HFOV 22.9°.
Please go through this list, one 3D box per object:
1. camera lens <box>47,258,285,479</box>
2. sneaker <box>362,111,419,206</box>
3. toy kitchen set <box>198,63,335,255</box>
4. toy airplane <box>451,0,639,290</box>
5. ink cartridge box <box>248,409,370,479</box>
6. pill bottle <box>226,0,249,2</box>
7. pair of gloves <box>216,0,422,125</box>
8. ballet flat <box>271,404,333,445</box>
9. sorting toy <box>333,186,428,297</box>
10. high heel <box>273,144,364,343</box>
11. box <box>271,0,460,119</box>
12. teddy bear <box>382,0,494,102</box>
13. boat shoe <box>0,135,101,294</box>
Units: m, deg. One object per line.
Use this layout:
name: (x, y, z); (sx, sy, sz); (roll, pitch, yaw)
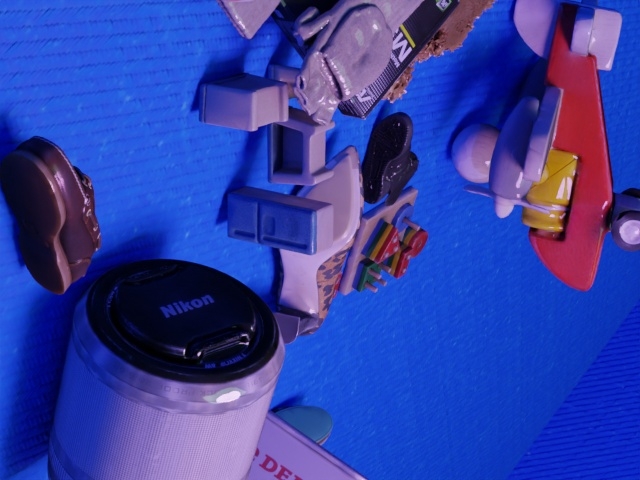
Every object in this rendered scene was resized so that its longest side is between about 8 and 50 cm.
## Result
camera lens: (-0.167, 0.174, 1.664); (0.219, 0.219, 0.274); (-30, 146, -48)
sneaker: (0.097, -0.108, 2.075); (0.089, 0.051, 0.170); (-31, 151, -48)
toy kitchen set: (-0.078, -0.081, 1.703); (0.166, 0.122, 0.207); (-24, 120, -53)
toy airplane: (0.313, -0.161, 2.240); (0.386, 0.272, 0.384); (56, 30, -57)
ink cartridge box: (-0.132, 0.398, 1.941); (0.395, 0.285, 0.166); (-56, 159, -3)
pill bottle: (-0.103, -0.286, 1.325); (0.121, 0.121, 0.221); (-59, 158, 3)
pair of gloves: (-0.002, -0.252, 1.571); (0.240, 0.042, 0.204); (45, 69, -42)
ballet flat: (-0.074, 0.290, 2.222); (0.221, 0.077, 0.079); (-19, 154, -51)
sorting toy: (0.089, 0.011, 2.213); (0.274, 0.046, 0.132); (-31, 145, -48)
high heel: (0.000, 0.000, 2.003); (0.186, 0.093, 0.261); (-28, 139, -81)
box: (0.042, -0.257, 1.660); (0.184, 0.045, 0.191); (-51, 127, -20)
teddy bear: (0.127, -0.296, 1.845); (0.338, 0.113, 0.245); (-49, 150, -1)
boat shoe: (-0.241, -0.034, 1.442); (0.073, 0.073, 0.207); (-48, 163, -27)
